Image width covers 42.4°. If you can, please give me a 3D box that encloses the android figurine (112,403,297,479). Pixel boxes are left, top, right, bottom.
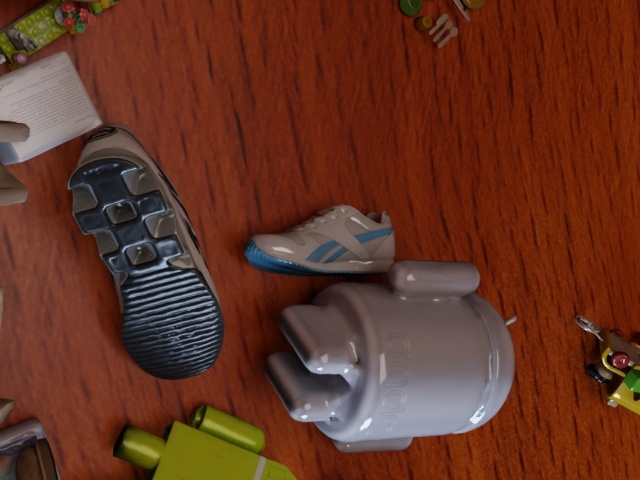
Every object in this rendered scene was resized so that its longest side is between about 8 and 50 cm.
[{"bbox_3d":[-0.133,0.327,0.988,0.273,0.056,0.248,26,58,-17],"label":"android figurine"}]

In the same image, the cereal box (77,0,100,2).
[{"bbox_3d":[-0.323,-0.360,0.839,0.173,0.047,0.240,-7,72,-37],"label":"cereal box"}]

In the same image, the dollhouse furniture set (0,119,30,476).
[{"bbox_3d":[-0.459,0.071,0.682,0.256,0.394,0.362,8,99,9],"label":"dollhouse furniture set"}]

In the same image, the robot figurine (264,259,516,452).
[{"bbox_3d":[0.109,0.158,1.085,0.353,0.200,0.300,3,121,-30],"label":"robot figurine"}]

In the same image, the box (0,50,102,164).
[{"bbox_3d":[-0.308,-0.140,0.886,0.102,0.101,0.087,-30,107,-25],"label":"box"}]

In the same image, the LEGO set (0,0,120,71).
[{"bbox_3d":[-0.324,-0.232,0.854,0.287,0.107,0.132,-5,106,-37],"label":"LEGO set"}]

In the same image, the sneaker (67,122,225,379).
[{"bbox_3d":[-0.189,0.013,0.957,0.122,0.146,0.330,-11,124,-2],"label":"sneaker"}]

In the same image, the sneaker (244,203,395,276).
[{"bbox_3d":[0.000,0.000,1.088,0.228,0.087,0.092,2,84,-37],"label":"sneaker"}]

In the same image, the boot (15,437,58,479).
[{"bbox_3d":[-0.321,0.362,0.867,0.115,0.112,0.305,0,95,-19],"label":"boot"}]

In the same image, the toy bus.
[{"bbox_3d":[0.516,0.230,1.375,0.191,0.202,0.104,8,119,-37],"label":"toy bus"}]

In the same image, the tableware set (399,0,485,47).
[{"bbox_3d":[0.183,-0.360,1.206,0.154,0.024,0.104,-48,110,-18],"label":"tableware set"}]

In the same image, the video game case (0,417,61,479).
[{"bbox_3d":[-0.419,0.392,0.887,0.329,0.036,0.300,-20,102,-28],"label":"video game case"}]
